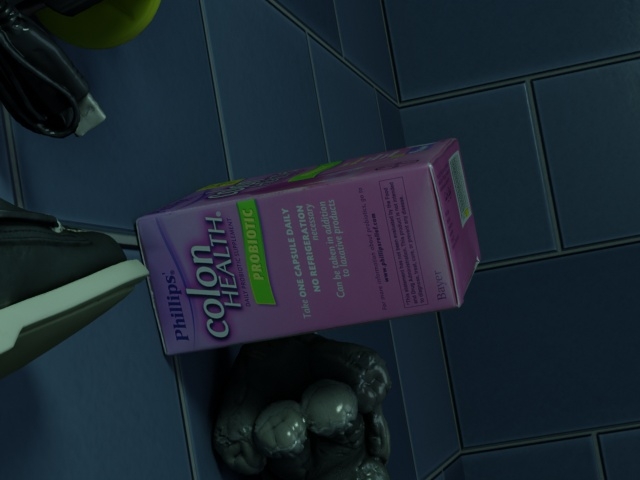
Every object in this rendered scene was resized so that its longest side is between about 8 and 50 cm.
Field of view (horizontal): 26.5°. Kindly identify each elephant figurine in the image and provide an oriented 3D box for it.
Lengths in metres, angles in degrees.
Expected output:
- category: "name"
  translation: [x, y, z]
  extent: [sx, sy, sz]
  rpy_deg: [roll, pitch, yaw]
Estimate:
- category: "elephant figurine"
  translation: [0.007, 0.204, 1.226]
  extent: [0.239, 0.169, 0.186]
  rpy_deg: [62, 35, -36]

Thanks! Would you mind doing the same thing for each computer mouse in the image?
- category: "computer mouse"
  translation: [-0.125, -0.209, 0.821]
  extent: [0.272, 0.072, 0.188]
  rpy_deg: [-55, 130, -25]

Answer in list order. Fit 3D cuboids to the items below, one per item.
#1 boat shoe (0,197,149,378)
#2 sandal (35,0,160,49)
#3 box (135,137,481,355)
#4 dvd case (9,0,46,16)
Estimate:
- category: "boat shoe"
  translation: [-0.181, 0.017, 0.629]
  extent: [0.113, 0.127, 0.340]
  rpy_deg: [56, 16, 0]
- category: "sandal"
  translation: [-0.168, -0.296, 0.969]
  extent: [0.138, 0.126, 0.317]
  rpy_deg: [-49, 136, -78]
- category: "box"
  translation: [0.000, 0.000, 1.147]
  extent: [0.213, 0.243, 0.117]
  rpy_deg: [-40, 118, -75]
- category: "dvd case"
  translation: [-0.189, -0.254, 0.817]
  extent: [0.164, 0.018, 0.221]
  rpy_deg: [-38, 120, -35]
